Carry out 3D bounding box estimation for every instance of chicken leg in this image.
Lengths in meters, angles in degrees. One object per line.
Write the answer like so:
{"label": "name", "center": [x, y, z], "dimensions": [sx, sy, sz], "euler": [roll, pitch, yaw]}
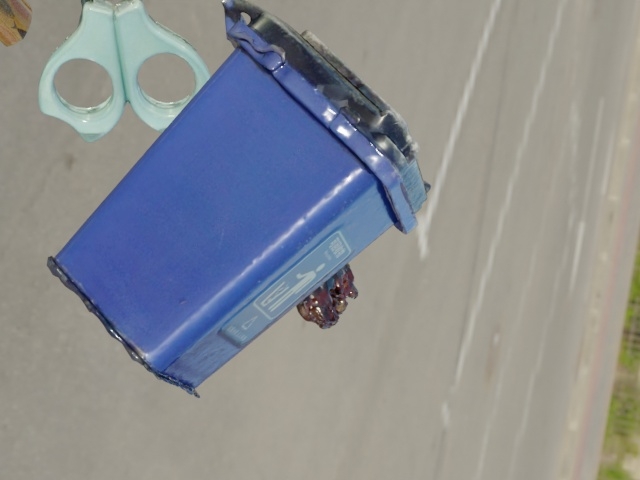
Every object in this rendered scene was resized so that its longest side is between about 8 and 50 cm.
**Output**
{"label": "chicken leg", "center": [-0.004, -0.002, 1.107], "dimensions": [0.093, 0.053, 0.205], "euler": [33, 42, -37]}

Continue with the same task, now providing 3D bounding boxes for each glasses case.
{"label": "glasses case", "center": [-0.384, -0.294, 1.362], "dimensions": [0.170, 0.041, 0.065], "euler": [54, 22, -57]}

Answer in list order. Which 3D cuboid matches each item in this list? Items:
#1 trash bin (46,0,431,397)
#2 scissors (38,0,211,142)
{"label": "trash bin", "center": [-0.061, -0.026, 0.841], "dimensions": [0.234, 0.184, 0.162], "euler": [-45, 163, -2]}
{"label": "scissors", "center": [-0.216, -0.263, 1.256], "dimensions": [0.029, 0.191, 0.360], "euler": [-100, -174, -57]}
